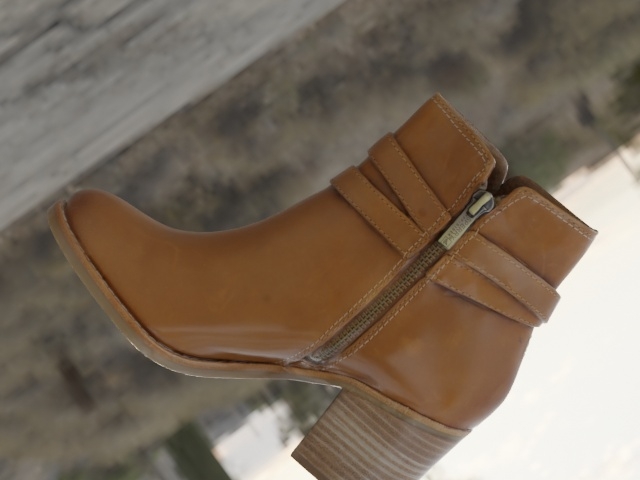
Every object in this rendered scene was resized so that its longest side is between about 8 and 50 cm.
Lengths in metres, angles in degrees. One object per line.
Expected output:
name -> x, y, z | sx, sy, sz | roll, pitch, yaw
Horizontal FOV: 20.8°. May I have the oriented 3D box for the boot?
boot -> 0.000, 0.000, 1.026 | 0.220, 0.283, 0.109 | -53, 171, 11
